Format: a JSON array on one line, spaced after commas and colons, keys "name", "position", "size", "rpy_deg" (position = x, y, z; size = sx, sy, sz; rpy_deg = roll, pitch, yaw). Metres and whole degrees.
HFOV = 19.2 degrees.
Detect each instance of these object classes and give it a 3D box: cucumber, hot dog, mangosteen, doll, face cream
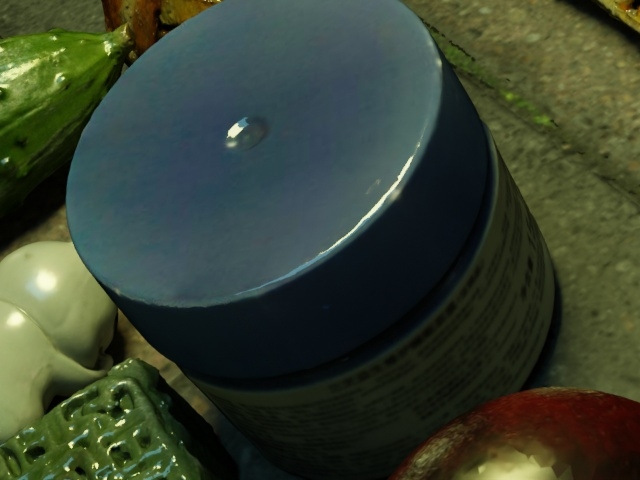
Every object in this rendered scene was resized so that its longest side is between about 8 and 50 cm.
[{"name": "cucumber", "position": [-0.245, -0.096, 1.468], "size": [0.244, 0.134, 0.134], "rpy_deg": [-31, 42, 9]}, {"name": "hot dog", "position": [-0.116, -0.179, 1.486], "size": [0.103, 0.146, 0.213], "rpy_deg": [1, 29, -27]}, {"name": "mangosteen", "position": [0.131, 0.191, 0.893], "size": [0.235, 0.235, 0.261], "rpy_deg": [-42, 11, -12]}, {"name": "doll", "position": [-0.209, 0.079, 1.313], "size": [0.110, 0.107, 0.181], "rpy_deg": [-7, 37, 54]}, {"name": "face cream", "position": [0.000, 0.000, 1.179], "size": [0.249, 0.225, 0.249], "rpy_deg": [-15, 47, 17]}]

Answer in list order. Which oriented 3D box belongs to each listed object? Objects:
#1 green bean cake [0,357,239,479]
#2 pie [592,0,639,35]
[{"name": "green bean cake", "position": [-0.140, 0.180, 1.183], "size": [0.181, 0.094, 0.173], "rpy_deg": [-32, 43, 1]}, {"name": "pie", "position": [0.263, -0.178, 1.312], "size": [0.128, 0.068, 0.282], "rpy_deg": [-37, 42, -9]}]
